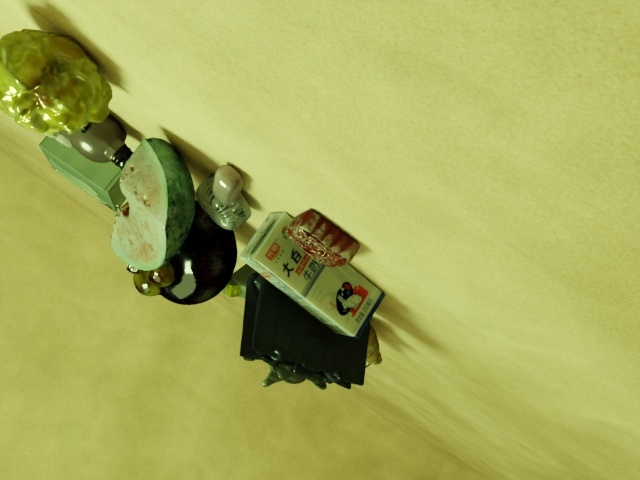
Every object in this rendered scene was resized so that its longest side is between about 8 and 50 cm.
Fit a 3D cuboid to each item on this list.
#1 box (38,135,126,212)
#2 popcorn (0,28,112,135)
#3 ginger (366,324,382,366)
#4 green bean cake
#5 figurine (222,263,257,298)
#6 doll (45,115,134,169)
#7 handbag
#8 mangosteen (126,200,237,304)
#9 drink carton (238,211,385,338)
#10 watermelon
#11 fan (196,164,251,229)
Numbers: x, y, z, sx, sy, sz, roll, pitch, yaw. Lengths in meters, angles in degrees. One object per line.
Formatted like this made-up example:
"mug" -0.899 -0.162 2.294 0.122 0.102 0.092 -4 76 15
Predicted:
"box" -0.643 -0.214 2.071 0.225 0.117 0.225 35 165 -2
"popcorn" -0.512 -0.296 1.389 0.235 0.180 0.217 30 165 -15
"ginger" 0.085 0.254 1.994 0.219 0.123 0.270 48 164 12
"green bean cake" 0.000 0.000 1.485 0.136 0.056 0.135 36 167 -10
"figurine" -0.112 0.185 2.027 0.285 0.167 0.343 41 -148 13
"doll" -0.553 -0.263 1.717 0.257 0.117 0.182 31 171 -1
"handbag" -0.036 0.222 1.727 0.326 0.268 0.118 24 148 -28
"mangosteen" -0.360 0.037 1.872 0.275 0.274 0.302 23 -157 37
"drink carton" -0.019 0.079 1.636 0.315 0.130 0.107 39 163 -21
"watermelon" -0.339 -0.066 1.644 0.188 0.175 0.321 44 139 16
"fan" -0.203 -0.100 1.589 0.130 0.074 0.244 45 160 1
